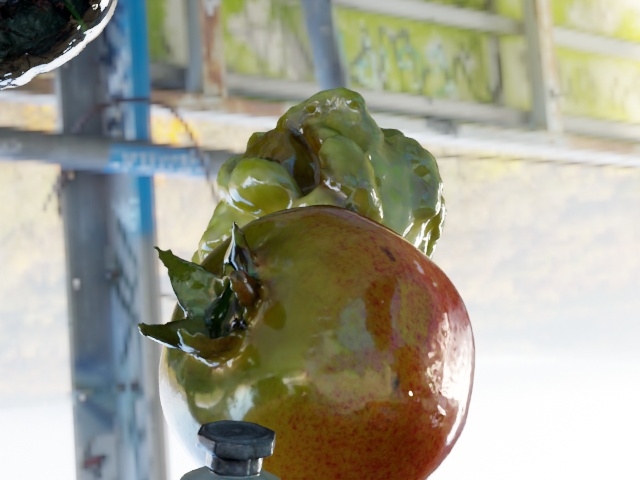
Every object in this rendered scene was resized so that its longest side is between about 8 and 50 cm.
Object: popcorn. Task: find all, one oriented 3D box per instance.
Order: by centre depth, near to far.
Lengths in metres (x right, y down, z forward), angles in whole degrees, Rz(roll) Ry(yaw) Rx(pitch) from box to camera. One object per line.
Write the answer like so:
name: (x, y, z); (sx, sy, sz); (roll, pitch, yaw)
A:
popcorn: (0.000, 0.000, 1.332); (0.256, 0.255, 0.195); (-29, -137, -24)

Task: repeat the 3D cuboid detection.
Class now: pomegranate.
pomegranate: (-0.012, 0.080, 1.005); (0.221, 0.221, 0.256); (-10, 152, 40)

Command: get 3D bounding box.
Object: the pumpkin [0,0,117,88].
pumpkin: (-0.313, -0.285, 1.328); (0.315, 0.315, 0.238); (-3, 175, -9)

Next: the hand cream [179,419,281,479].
hand cream: (-0.059, 0.234, 0.814); (0.091, 0.271, 0.058); (0, -169, -28)
